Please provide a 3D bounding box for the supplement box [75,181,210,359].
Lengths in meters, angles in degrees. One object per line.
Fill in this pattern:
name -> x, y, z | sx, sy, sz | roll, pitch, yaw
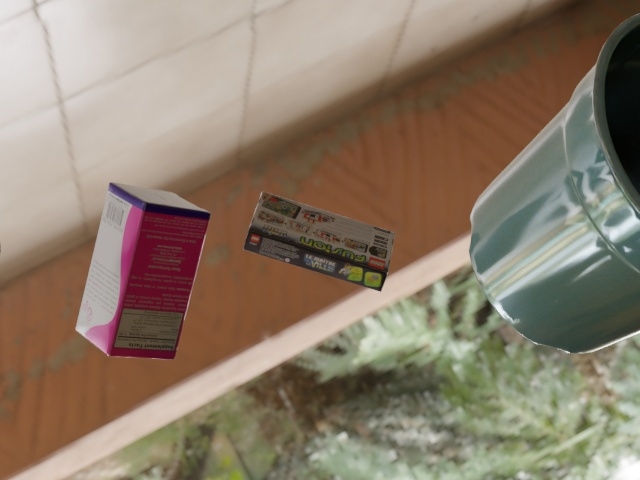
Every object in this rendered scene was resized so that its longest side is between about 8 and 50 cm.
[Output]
supplement box -> -0.249, 0.044, 1.897 | 0.114, 0.111, 0.220 | 9, 102, -38

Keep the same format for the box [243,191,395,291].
box -> 0.000, 0.000, 1.963 | 0.114, 0.207, 0.036 | -74, -178, -57

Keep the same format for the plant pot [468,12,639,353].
plant pot -> 0.365, -0.039, 1.601 | 0.341, 0.341, 0.334 | -21, 167, -34
